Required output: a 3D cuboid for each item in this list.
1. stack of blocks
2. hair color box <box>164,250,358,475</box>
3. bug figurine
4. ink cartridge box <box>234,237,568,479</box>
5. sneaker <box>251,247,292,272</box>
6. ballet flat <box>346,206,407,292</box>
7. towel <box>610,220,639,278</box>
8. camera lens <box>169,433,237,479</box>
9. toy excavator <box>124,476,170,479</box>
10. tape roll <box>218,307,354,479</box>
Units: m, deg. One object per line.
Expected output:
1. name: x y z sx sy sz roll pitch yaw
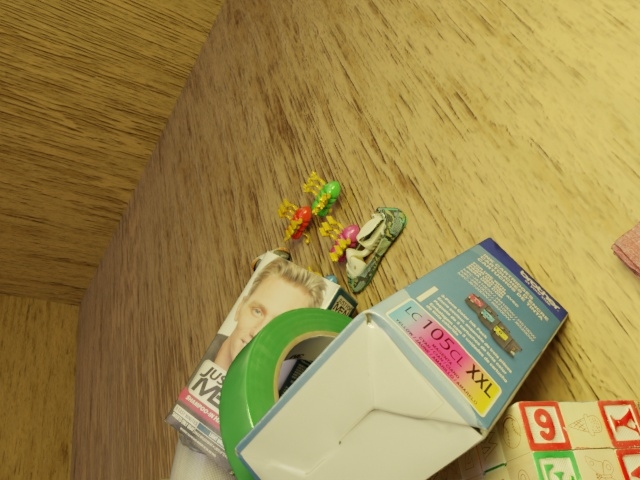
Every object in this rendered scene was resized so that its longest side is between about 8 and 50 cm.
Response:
1. stack of blocks: 0.219 0.261 0.620 0.297 0.171 0.087 118 151 -53
2. hair color box: -0.100 0.210 0.999 0.174 0.105 0.347 24 77 31
3. bug figurine: 0.000 0.000 1.165 0.216 0.072 0.279 -56 41 39
4. ink cartridge box: 0.126 0.155 0.691 0.151 0.396 0.270 50 123 17
5. sneaker: -0.082 0.089 1.194 0.214 0.084 0.083 73 172 -58
6. ballet flat: 0.083 0.014 1.041 0.188 0.070 0.070 -61 34 22
7. towel: 0.420 -0.065 0.498 0.328 0.037 0.237 -61 14 21
8. camera lens: -0.187 0.487 1.117 0.219 0.220 0.274 3 79 58
9. toy excavator: -0.306 0.773 1.244 0.433 0.223 0.444 -9 84 56
10. tape roll: 0.019 0.249 0.798 0.077 0.321 0.321 -47 41 34
